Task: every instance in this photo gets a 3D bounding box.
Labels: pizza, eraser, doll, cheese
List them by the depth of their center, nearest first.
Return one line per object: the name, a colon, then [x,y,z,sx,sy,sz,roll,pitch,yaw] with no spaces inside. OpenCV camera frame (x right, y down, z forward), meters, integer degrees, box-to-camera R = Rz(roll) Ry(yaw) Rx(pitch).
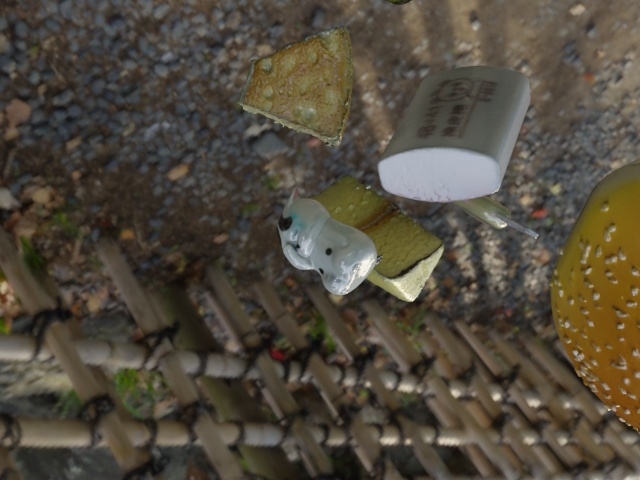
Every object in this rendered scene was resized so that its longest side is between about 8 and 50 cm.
eraser: [0.203,-0.162,1.487,0.270,0.174,0.094,-61,144,-49]
cheese: [0.275,-0.042,1.580,0.097,0.192,0.037,29,93,-33]
doll: [0.004,0.005,1.624,0.107,0.181,0.110,-46,166,-47]
pizza: [-0.028,-0.281,1.743,0.080,0.188,0.204,44,62,-84]

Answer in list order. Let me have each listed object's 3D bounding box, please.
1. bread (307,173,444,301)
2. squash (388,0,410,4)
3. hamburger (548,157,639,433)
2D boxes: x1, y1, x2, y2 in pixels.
bread: [0.082,0.004,1.895,0.178,0.266,0.141,-19,134,-46]
squash: [0.117,-0.484,1.683,0.155,0.237,0.204,-64,158,13]
hamburger: [0.296,0.048,0.786,0.151,0.227,0.295,-49,159,-25]
